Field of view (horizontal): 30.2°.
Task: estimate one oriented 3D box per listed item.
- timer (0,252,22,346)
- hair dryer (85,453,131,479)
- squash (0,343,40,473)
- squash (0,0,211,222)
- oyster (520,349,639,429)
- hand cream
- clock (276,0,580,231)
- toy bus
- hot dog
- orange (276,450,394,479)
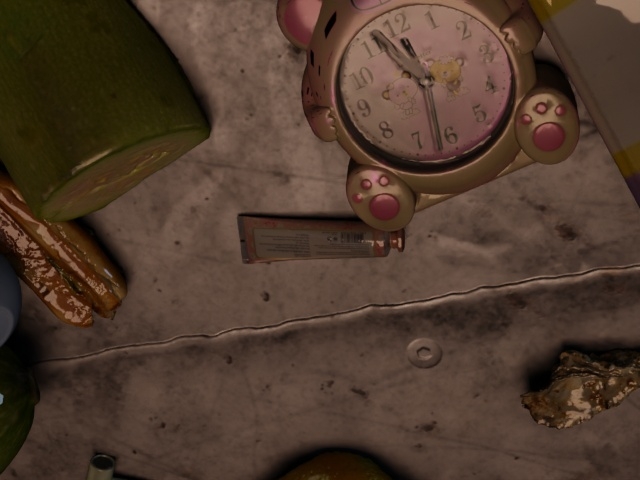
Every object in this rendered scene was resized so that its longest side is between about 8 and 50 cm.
[{"bbox_3d":[-0.462,0.052,1.469,0.175,0.255,0.175,-13,120,-23],"label":"timer"},{"bbox_3d":[-0.273,0.348,1.699,0.124,0.038,0.063,12,119,-7],"label":"hair dryer"},{"bbox_3d":[-0.525,0.234,1.517,0.309,0.310,0.310,-21,114,13],"label":"squash"},{"bbox_3d":[-0.313,-0.207,1.388,0.234,0.210,0.308,-32,82,22],"label":"squash"},{"bbox_3d":[0.345,0.184,1.533,0.177,0.056,0.105,-32,122,21],"label":"oyster"},{"bbox_3d":[0.000,0.000,1.480,0.210,0.043,0.067,1,116,12],"label":"hand cream"},{"bbox_3d":[0.114,-0.189,1.323,0.284,0.114,0.309,-23,113,19],"label":"clock"},{"bbox_3d":[0.377,-0.171,1.225,0.209,0.249,0.439,-26,113,18],"label":"toy bus"},{"bbox_3d":[-0.347,0.006,1.500,0.109,0.072,0.269,-30,113,18],"label":"hot dog"},{"bbox_3d":[0.051,0.451,1.654,0.334,0.196,0.262,44,101,-9],"label":"orange"}]
